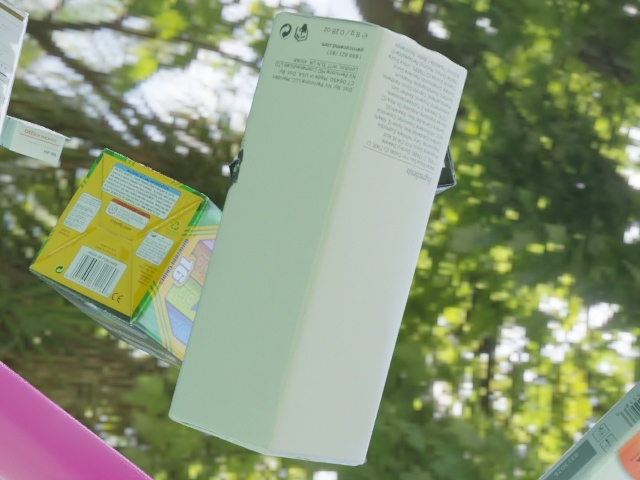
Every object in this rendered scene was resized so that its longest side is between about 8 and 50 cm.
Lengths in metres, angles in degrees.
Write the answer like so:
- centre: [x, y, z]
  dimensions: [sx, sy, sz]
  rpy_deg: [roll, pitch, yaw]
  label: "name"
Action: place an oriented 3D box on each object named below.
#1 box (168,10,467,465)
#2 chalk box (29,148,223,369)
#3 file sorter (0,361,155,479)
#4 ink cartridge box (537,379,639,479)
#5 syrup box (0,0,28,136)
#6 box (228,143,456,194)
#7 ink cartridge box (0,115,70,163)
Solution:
- centre: [0.000, 0.000, 1.040]
  dimensions: [0.094, 0.113, 0.275]
  rpy_deg: [15, -93, 38]
  label: "box"
- centre: [-0.136, 0.036, 1.463]
  dimensions: [0.132, 0.213, 0.132]
  rpy_deg: [24, -102, 30]
  label: "chalk box"
- centre: [-0.171, 0.090, 0.417]
  dimensions: [0.182, 0.202, 0.290]
  rpy_deg: [-53, -162, -14]
  label: "file sorter"
- centre: [0.263, 0.183, 1.169]
  dimensions: [0.145, 0.179, 0.045]
  rpy_deg: [-46, -153, 9]
  label: "ink cartridge box"
- centre: [-0.280, -0.097, 1.132]
  dimensions: [0.093, 0.096, 0.237]
  rpy_deg: [-47, -154, 26]
  label: "syrup box"
- centre: [0.019, -0.065, 1.566]
  dimensions: [0.147, 0.180, 0.077]
  rpy_deg: [151, -72, -71]
  label: "box"
- centre: [-0.265, -0.092, 1.467]
  dimensions: [0.083, 0.048, 0.028]
  rpy_deg: [22, -86, 63]
  label: "ink cartridge box"
